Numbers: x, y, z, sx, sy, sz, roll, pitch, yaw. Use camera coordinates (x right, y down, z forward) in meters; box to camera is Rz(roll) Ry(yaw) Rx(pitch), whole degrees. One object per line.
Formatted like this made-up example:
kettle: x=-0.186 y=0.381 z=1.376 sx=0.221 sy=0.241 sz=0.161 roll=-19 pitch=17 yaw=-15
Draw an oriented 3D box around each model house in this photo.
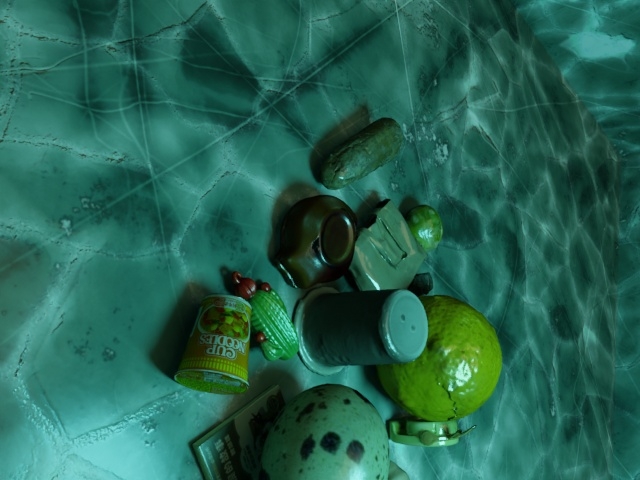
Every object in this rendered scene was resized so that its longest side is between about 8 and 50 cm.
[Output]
model house: x=0.323 y=0.139 z=1.970 sx=0.066 sy=0.083 sz=0.079 roll=-26 pitch=100 yaw=-47

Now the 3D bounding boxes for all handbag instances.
handbag: x=0.188 y=0.048 z=1.835 sx=0.253 sy=0.109 sz=0.316 roll=56 pitch=48 yaw=-16

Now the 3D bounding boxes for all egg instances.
egg: x=0.004 y=0.504 z=1.377 sx=0.288 sy=0.287 sz=0.379 roll=51 pitch=48 yaw=-26

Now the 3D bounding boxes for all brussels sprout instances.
brussels sprout: x=0.332 y=-0.040 z=1.993 sx=0.155 sy=0.117 sz=0.155 roll=24 pitch=55 yaw=-40

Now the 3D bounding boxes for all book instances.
book: x=-0.158 y=0.488 z=1.440 sx=0.264 sy=0.027 sz=0.202 roll=-28 pitch=103 yaw=-45

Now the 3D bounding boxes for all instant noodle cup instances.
instant noodle cup: x=-0.220 y=0.223 z=1.354 sx=0.168 sy=0.168 sz=0.185 roll=33 pitch=52 yaw=-37

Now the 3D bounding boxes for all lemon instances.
lemon: x=0.337 y=0.321 z=1.755 sx=0.387 sy=0.349 sz=0.350 roll=-43 pitch=113 yaw=-35

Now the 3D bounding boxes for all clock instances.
clock: x=0.327 y=0.546 z=1.781 sx=0.170 sy=0.231 sz=0.069 roll=9 pitch=76 yaw=-45

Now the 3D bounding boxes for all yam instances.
yam: x=0.115 y=-0.243 z=1.802 sx=0.330 sy=0.133 sz=0.133 roll=-39 pitch=109 yaw=-40

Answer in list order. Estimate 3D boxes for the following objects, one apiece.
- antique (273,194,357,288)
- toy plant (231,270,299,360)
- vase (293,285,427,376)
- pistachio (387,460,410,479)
antique: x=0.000 y=0.000 z=1.633 sx=0.278 sy=0.129 sz=0.224 roll=-47 pitch=117 yaw=-38
toy plant: x=-0.129 y=0.178 z=1.498 sx=0.154 sy=0.088 sz=0.241 roll=-12 pitch=77 yaw=-62
vase: x=0.111 y=0.230 z=1.586 sx=0.245 sy=0.291 sz=0.245 roll=9 pitch=78 yaw=-45
pistachio: x=0.132 y=0.672 z=1.588 sx=0.331 sy=0.207 sz=0.226 roll=-2 pitch=127 yaw=-60
